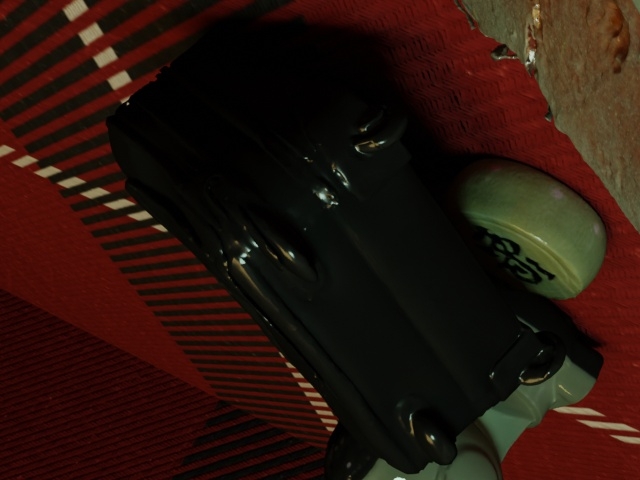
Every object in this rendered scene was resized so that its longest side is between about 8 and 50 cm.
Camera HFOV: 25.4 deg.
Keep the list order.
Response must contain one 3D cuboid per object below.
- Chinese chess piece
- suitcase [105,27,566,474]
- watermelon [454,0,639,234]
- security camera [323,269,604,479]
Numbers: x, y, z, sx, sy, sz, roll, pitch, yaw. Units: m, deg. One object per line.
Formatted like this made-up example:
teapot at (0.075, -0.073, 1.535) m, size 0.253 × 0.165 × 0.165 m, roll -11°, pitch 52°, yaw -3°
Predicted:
Chinese chess piece at (0.168, -0.008, 1.187) m, size 0.144 × 0.058 × 0.144 m, roll 28°, pitch 163°, yaw 9°
suitcase at (0.000, 0.000, 1.201) m, size 0.345 × 0.188 × 0.339 m, roll 50°, pitch 174°, yaw -35°
watermelon at (0.164, -0.100, 0.641) m, size 0.224 × 0.180 × 0.305 m, roll 20°, pitch -149°, yaw -33°
security camera at (0.120, 0.178, 1.406) m, size 0.191 × 0.277 × 0.197 m, roll 34°, pitch 163°, yaw -12°
